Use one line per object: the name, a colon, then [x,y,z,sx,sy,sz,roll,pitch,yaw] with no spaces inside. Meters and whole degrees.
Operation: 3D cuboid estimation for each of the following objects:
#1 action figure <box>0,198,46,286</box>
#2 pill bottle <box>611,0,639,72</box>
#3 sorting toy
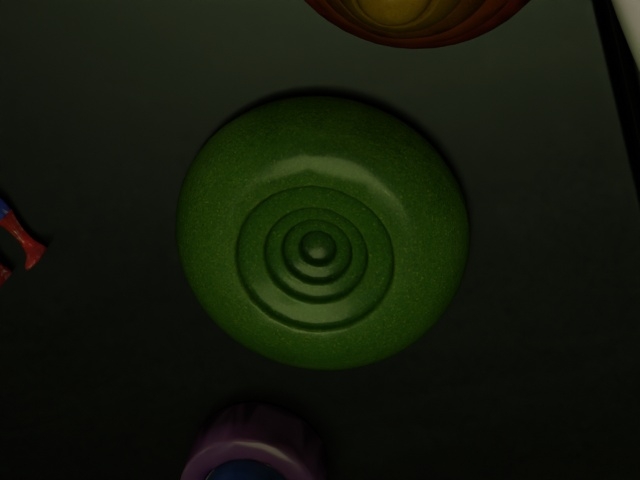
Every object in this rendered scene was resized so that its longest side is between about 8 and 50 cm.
action figure: [-0.168,-0.028,0.698,0.038,0.030,0.115,-31,106,26]
pill bottle: [0.218,-0.102,0.554,0.221,0.124,0.124,-23,111,19]
sorting toy: [0.000,0.000,0.634,0.127,0.126,0.365,16,116,0]
